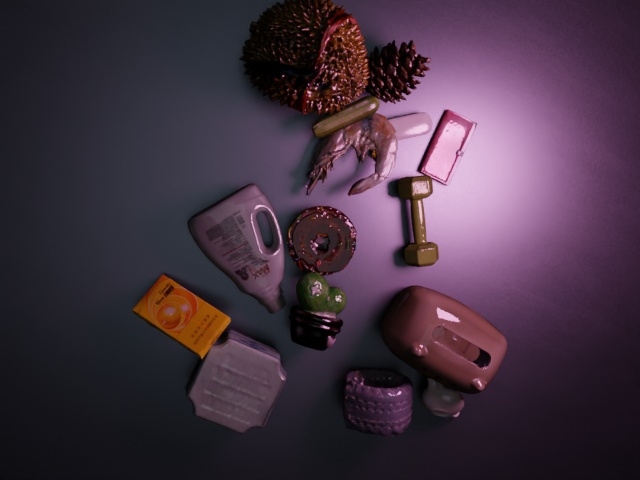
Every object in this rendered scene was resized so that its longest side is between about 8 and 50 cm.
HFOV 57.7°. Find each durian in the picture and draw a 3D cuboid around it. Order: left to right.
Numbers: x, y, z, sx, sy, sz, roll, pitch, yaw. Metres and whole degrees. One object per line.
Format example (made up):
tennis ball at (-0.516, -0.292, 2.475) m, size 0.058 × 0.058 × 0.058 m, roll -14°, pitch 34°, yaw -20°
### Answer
durian at (-0.035, -0.540, 1.717) m, size 0.384 × 0.347 × 0.347 m, roll 28°, pitch 92°, yaw -13°

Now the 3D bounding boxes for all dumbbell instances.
dumbbell at (0.326, -0.063, 1.931) m, size 0.108 × 0.121 × 0.302 m, roll -4°, pitch 99°, yaw 22°

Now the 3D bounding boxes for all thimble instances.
thimble at (0.189, 0.538, 1.936) m, size 0.236 × 0.205 × 0.172 m, roll 3°, pitch 98°, yaw -10°

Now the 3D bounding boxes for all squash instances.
squash at (0.079, -0.386, 1.809) m, size 0.229 × 0.066 × 0.066 m, roll -26°, pitch 100°, yaw -4°

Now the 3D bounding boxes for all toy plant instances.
toy plant at (-0.011, 0.227, 1.880) m, size 0.218 × 0.175 × 0.235 m, roll 20°, pitch 85°, yaw -50°

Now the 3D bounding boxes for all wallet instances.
wallet at (0.428, -0.313, 1.958) m, size 0.119 × 0.025 × 0.232 m, roll 24°, pitch 92°, yaw -10°

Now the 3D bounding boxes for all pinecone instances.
pinecone at (0.231, -0.532, 1.812) m, size 0.184 × 0.179 × 0.204 m, roll 38°, pitch 122°, yaw -16°

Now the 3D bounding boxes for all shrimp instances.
shrimp at (0.095, -0.256, 1.866) m, size 0.360 × 0.085 × 0.247 m, roll -42°, pitch 86°, yaw 1°

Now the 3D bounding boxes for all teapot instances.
teapot at (0.427, 0.560, 2.013) m, size 0.226 × 0.145 × 0.092 m, roll 46°, pitch 51°, yaw -38°

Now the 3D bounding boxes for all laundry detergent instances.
laundry detergent at (-0.218, 0.045, 1.857) m, size 0.264 × 0.125 × 0.398 m, roll -31°, pitch 102°, yaw -5°

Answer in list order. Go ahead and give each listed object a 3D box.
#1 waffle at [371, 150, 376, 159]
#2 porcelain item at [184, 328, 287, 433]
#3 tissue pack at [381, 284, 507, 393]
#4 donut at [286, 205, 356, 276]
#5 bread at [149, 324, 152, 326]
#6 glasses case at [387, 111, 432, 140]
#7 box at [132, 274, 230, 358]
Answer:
waffle at (0.211, -0.274, 1.935) m, size 0.078 × 0.016 × 0.085 m, roll -17°, pitch 100°, yaw -6°
porcelain item at (-0.272, 0.451, 1.879) m, size 0.286 × 0.157 × 0.281 m, roll 23°, pitch 94°, yaw -9°
tissue pack at (0.410, 0.327, 1.910) m, size 0.387 × 0.277 × 0.267 m, roll 31°, pitch 89°, yaw -12°
donut at (0.000, 0.000, 1.900) m, size 0.235 × 0.089 × 0.235 m, roll -1°, pitch 97°, yaw -9°
bread at (-0.508, 0.230, 1.867) m, size 0.115 × 0.056 × 0.082 m, roll -42°, pitch 71°, yaw -16°
glasses case at (0.272, -0.371, 1.913) m, size 0.197 × 0.049 × 0.076 m, roll -14°, pitch 98°, yaw -4°
box at (-0.432, 0.233, 1.810) m, size 0.269 × 0.043 × 0.152 m, roll 30°, pitch 63°, yaw 11°
